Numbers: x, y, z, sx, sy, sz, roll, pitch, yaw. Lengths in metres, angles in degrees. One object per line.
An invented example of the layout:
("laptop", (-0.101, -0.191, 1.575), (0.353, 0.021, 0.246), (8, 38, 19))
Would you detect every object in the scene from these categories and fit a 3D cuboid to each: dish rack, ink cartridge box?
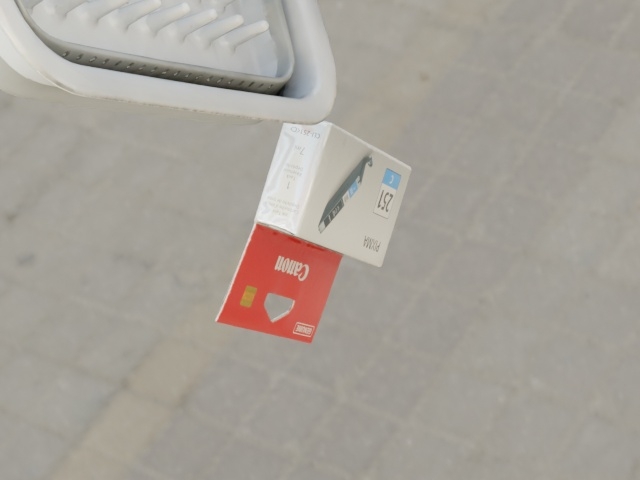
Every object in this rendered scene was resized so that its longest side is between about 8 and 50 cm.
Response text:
("dish rack", (-0.124, -0.210, 0.916), (0.072, 0.285, 0.333), (-23, 77, 29))
("ink cartridge box", (0.000, 0.000, 2.158), (0.066, 0.296, 0.261), (18, 89, 23))
